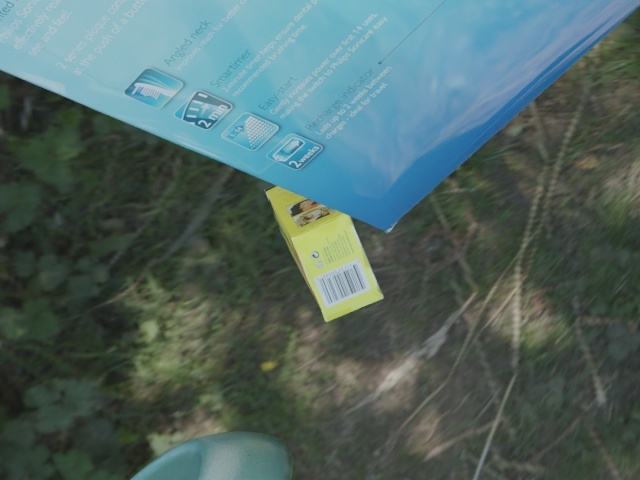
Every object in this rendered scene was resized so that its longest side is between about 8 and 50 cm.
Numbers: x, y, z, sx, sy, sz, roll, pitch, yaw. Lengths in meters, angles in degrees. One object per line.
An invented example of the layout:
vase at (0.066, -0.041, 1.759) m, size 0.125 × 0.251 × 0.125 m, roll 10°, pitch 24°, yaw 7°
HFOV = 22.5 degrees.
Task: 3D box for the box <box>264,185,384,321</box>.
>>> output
box at (0.000, 0.000, 1.464) m, size 0.058 × 0.232 × 0.087 m, roll -24°, pitch 105°, yaw -3°

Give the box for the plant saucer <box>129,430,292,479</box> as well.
plant saucer at (-0.139, 0.231, 0.972) m, size 0.044 × 0.317 × 0.317 m, roll 41°, pitch 107°, yaw -11°

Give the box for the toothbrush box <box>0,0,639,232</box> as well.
toothbrush box at (-0.028, -0.152, 0.560) m, size 0.216 × 0.295 × 0.126 m, roll -43°, pitch 42°, yaw 34°
